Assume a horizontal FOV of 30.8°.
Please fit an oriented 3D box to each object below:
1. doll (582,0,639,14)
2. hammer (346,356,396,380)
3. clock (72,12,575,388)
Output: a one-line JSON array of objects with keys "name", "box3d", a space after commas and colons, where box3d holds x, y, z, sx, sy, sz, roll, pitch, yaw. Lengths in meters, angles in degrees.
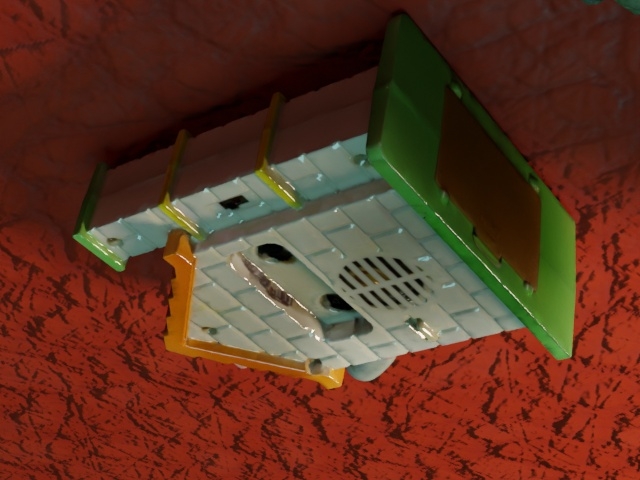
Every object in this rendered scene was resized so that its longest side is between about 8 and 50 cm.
[{"name": "doll", "box3d": [0.170, -0.173, 0.521, 0.115, 0.077, 0.150, 7, 126, -20]}, {"name": "hammer", "box3d": [0.017, 0.080, 0.905, 0.083, 0.031, 0.052, 24, 136, -14]}, {"name": "clock", "box3d": [0.000, 0.000, 0.745, 0.255, 0.106, 0.220, -16, 137, 33]}]
